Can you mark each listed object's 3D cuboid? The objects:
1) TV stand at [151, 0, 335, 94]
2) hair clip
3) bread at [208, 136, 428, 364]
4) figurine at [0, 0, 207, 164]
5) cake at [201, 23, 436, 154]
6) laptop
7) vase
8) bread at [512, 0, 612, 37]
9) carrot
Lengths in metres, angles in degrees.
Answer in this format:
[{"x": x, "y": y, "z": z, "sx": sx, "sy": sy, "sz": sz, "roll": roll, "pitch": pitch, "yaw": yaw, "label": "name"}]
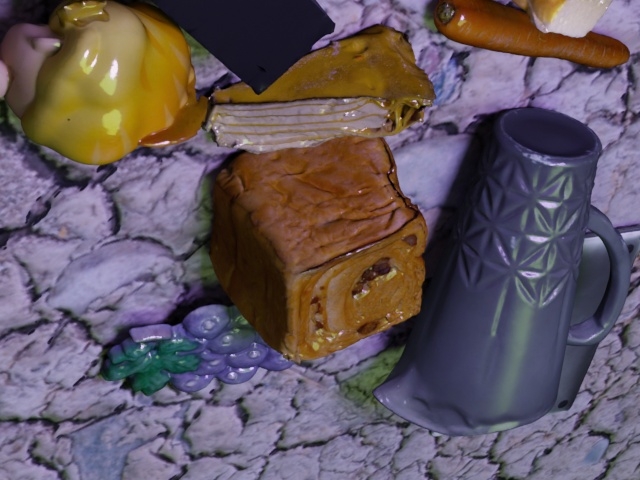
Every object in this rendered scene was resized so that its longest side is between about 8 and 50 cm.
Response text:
[{"x": -0.100, "y": -0.214, "z": 1.295, "sx": 0.088, "sy": 0.083, "sz": 0.269, "roll": -43, "pitch": 141, "yaw": 7, "label": "TV stand"}, {"x": -0.104, "y": 0.089, "z": 1.629, "sx": 0.195, "sy": 0.052, "sz": 0.124, "roll": -12, "pitch": 141, "yaw": -17, "label": "hair clip"}, {"x": 0.000, "y": 0.000, "z": 1.532, "sx": 0.158, "sy": 0.143, "sz": 0.149, "roll": -16, "pitch": 142, "yaw": -22, "label": "bread"}, {"x": -0.203, "y": -0.118, "z": 1.293, "sx": 0.246, "sy": 0.131, "sz": 0.156, "roll": -3, "pitch": 157, "yaw": -17, "label": "figurine"}, {"x": 0.007, "y": -0.099, "z": 1.466, "sx": 0.185, "sy": 0.116, "sz": 0.079, "roll": -24, "pitch": 141, "yaw": -21, "label": "cake"}, {"x": 0.226, "y": 0.099, "z": 1.890, "sx": 0.188, "sy": 0.015, "sz": 0.269, "roll": -7, "pitch": 133, "yaw": -28, "label": "laptop"}, {"x": 0.189, "y": 0.026, "z": 1.698, "sx": 0.251, "sy": 0.156, "sz": 0.301, "roll": -4, "pitch": 125, "yaw": -23, "label": "vase"}, {"x": 0.211, "y": -0.266, "z": 1.428, "sx": 0.068, "sy": 0.125, "sz": 0.188, "roll": 13, "pitch": 121, "yaw": -43, "label": "bread"}, {"x": 0.189, "y": -0.178, "z": 1.569, "sx": 0.248, "sy": 0.043, "sz": 0.043, "roll": 6, "pitch": 125, "yaw": -41, "label": "carrot"}]
